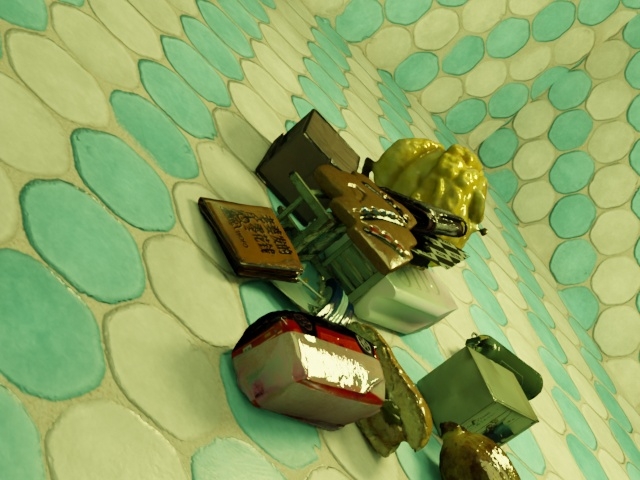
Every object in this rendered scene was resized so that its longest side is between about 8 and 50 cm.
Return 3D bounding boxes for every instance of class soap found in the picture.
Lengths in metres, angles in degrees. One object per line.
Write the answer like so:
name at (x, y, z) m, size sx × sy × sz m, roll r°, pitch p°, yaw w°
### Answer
soap at (0.173, 0.105, 2.020) m, size 0.347 × 0.115 × 0.208 m, roll 25°, pitch 32°, yaw -50°

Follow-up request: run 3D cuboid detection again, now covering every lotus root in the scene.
lotus root at (0.303, 0.455, 1.657) m, size 0.145 × 0.128 × 0.260 m, roll 6°, pitch 46°, yaw -50°

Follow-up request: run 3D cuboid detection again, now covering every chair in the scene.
chair at (0.000, 0.000, 1.806) m, size 0.270 × 0.136 × 0.147 m, roll 55°, pitch 21°, yaw 12°

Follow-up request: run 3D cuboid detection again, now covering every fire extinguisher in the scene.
fire extinguisher at (0.466, 0.320, 2.273) m, size 0.311 × 0.114 × 0.095 m, roll 35°, pitch 69°, yaw -33°

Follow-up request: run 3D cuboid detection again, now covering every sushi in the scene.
sushi at (0.203, 0.009, 2.019) m, size 0.264 × 0.050 × 0.290 m, roll 30°, pitch 15°, yaw 13°

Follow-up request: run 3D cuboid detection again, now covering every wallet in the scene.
wallet at (-0.126, -0.006, 1.622) m, size 0.160 × 0.042 × 0.196 m, roll 11°, pitch 37°, yaw -42°
wallet at (0.209, -0.081, 2.119) m, size 0.262 × 0.072 × 0.221 m, roll 26°, pitch 13°, yaw 27°

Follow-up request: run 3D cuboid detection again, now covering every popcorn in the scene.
popcorn at (0.283, -0.114, 2.397) m, size 0.381 × 0.349 × 0.349 m, roll 25°, pitch 20°, yaw 5°

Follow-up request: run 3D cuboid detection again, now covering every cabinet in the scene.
cabinet at (0.344, 0.356, 1.893) m, size 0.206 × 0.145 × 0.150 m, roll 31°, pitch 26°, yaw -43°

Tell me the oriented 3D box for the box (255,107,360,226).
box at (-0.022, -0.180, 2.058) m, size 0.188 × 0.153 × 0.252 m, roll 47°, pitch 19°, yaw -9°

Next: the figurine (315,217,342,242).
figurine at (0.072, -0.025, 2.081) m, size 0.195 × 0.111 × 0.102 m, roll 24°, pitch 41°, yaw -65°

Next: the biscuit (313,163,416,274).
biscuit at (0.116, -0.040, 1.811) m, size 0.278 × 0.043 × 0.302 m, roll 24°, pitch 32°, yaw -33°

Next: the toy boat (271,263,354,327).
toy boat at (-0.057, 0.067, 1.681) m, size 0.291 × 0.067 × 0.220 m, roll 44°, pitch 22°, yaw -8°

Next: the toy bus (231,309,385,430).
toy bus at (-0.009, 0.214, 1.427) m, size 0.302 × 0.127 × 0.147 m, roll 28°, pitch 34°, yaw -50°

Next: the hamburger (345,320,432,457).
hamburger at (0.119, 0.273, 1.593) m, size 0.131 × 0.124 × 0.262 m, roll 20°, pitch 36°, yaw -55°
